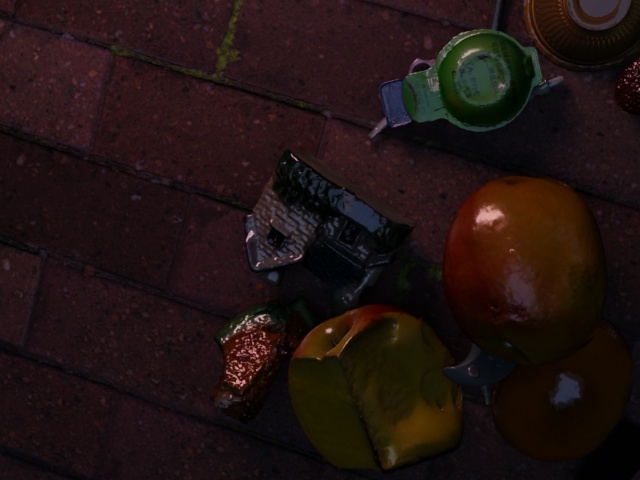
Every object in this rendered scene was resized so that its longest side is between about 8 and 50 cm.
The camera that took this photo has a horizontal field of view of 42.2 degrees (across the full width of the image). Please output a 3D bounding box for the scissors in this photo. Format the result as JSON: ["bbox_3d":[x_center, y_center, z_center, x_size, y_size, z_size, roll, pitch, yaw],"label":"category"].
[{"bbox_3d":[0.178,-0.284,1.735,0.212,0.021,0.110,-42,92,12],"label":"scissors"}]

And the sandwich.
[{"bbox_3d":[-0.155,0.243,1.723,0.250,0.301,0.162,-37,105,27],"label":"sandwich"}]

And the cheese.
[{"bbox_3d":[0.278,-0.310,1.663,0.320,0.083,0.203,-13,93,18],"label":"cheese"}]

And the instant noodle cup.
[{"bbox_3d":[0.533,-0.466,1.615,0.274,0.091,0.274,2,99,10],"label":"instant noodle cup"}]

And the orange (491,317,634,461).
[{"bbox_3d":[0.508,0.304,1.725,0.274,0.274,0.310,33,71,4],"label":"orange"}]

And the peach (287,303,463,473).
[{"bbox_3d":[0.120,0.310,1.699,0.242,0.306,0.380,-9,114,54],"label":"peach"}]

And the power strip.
[{"bbox_3d":[0.331,0.207,1.693,0.168,0.054,0.253,20,61,-17],"label":"power strip"}]

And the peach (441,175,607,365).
[{"bbox_3d":[0.396,0.046,1.586,0.373,0.290,0.372,4,70,-12],"label":"peach"}]

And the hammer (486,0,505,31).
[{"bbox_3d":[0.348,-0.407,1.687,0.125,0.027,0.297,9,98,9],"label":"hammer"}]

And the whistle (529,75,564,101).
[{"bbox_3d":[0.443,-0.308,1.679,0.100,0.035,0.035,-22,93,11],"label":"whistle"}]

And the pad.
[{"bbox_3d":[0.618,0.470,1.742,0.127,0.004,0.190,30,102,-23],"label":"pad"}]

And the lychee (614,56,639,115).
[{"bbox_3d":[0.635,-0.297,1.605,0.129,0.123,0.123,-41,89,18],"label":"lychee"}]

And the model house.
[{"bbox_3d":[0.000,-0.001,1.696,0.298,0.243,0.284,34,104,5],"label":"model house"}]
